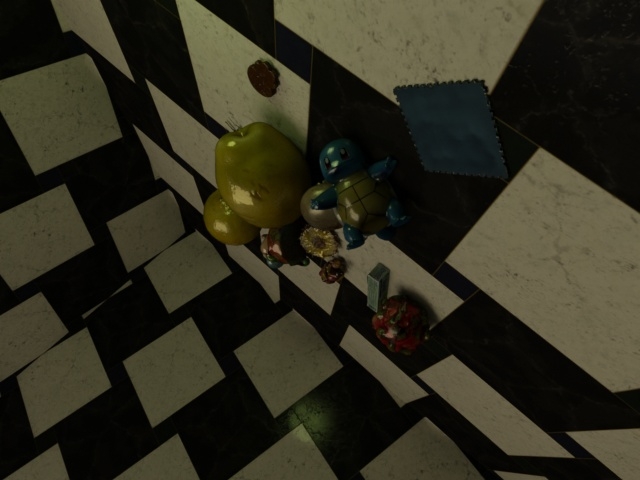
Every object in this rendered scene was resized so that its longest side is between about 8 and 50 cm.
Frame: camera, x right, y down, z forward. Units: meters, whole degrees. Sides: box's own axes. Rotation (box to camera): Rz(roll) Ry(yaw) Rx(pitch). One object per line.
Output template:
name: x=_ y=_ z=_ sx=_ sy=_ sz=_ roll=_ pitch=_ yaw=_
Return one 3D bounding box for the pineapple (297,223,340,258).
pineapple: x=0.000 y=0.000 z=2.074 sx=0.221 sy=0.047 sz=0.221 roll=13 pitch=131 yaw=15

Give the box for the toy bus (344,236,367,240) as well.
toy bus: x=0.148 y=-0.045 z=1.760 sx=0.076 sy=0.073 sz=0.167 roll=54 pitch=155 yaw=-14

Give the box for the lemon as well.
lemon: x=-0.465 y=-0.131 z=2.412 sx=0.348 sy=0.348 sz=0.348 roll=38 pitch=158 yaw=18

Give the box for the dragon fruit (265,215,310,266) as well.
dragon fruit: x=-0.148 y=0.000 z=2.162 sx=0.130 sy=0.268 sz=0.295 roll=1 pitch=119 yaw=47

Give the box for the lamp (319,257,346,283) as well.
lamp: x=0.066 y=0.147 z=2.227 sx=0.118 sy=0.118 sz=0.253 roll=44 pitch=161 yaw=4

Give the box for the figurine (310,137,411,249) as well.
figurine: x=0.150 y=-0.131 z=1.437 sx=0.297 sy=0.243 sz=0.416 roll=-26 pitch=119 yaw=22

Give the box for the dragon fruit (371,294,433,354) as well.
dragon fruit: x=0.357 y=0.369 z=1.938 sx=0.303 sy=0.237 sz=0.231 roll=48 pitch=-177 yaw=-39

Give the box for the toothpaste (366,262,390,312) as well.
toothpaste: x=0.261 y=0.224 z=2.036 sx=0.067 sy=0.081 sz=0.337 roll=35 pitch=157 yaw=23

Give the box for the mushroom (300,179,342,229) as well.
mushroom: x=0.038 y=-0.136 z=1.643 sx=0.226 sy=0.178 sz=0.227 roll=-2 pitch=146 yaw=-1

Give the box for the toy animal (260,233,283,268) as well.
toy animal: x=-0.200 y=0.014 z=2.379 sx=0.209 sy=0.230 sz=0.221 roll=31 pitch=121 yaw=-15

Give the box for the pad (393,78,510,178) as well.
pad: x=0.319 y=-0.268 z=1.100 sx=0.269 sy=0.012 sz=0.269 roll=20 pitch=148 yaw=49

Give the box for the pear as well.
pear: x=-0.216 y=-0.241 z=1.705 sx=0.362 sy=0.362 sz=0.419 roll=19 pitch=142 yaw=49

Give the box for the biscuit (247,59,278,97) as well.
biscuit: x=-0.192 y=-0.552 z=1.514 sx=0.124 sy=0.026 sz=0.175 roll=50 pitch=159 yaw=-17

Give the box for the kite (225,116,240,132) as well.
kite: x=-0.373 y=-0.480 z=2.017 sx=0.160 sy=0.010 sz=0.183 roll=46 pitch=163 yaw=-11
